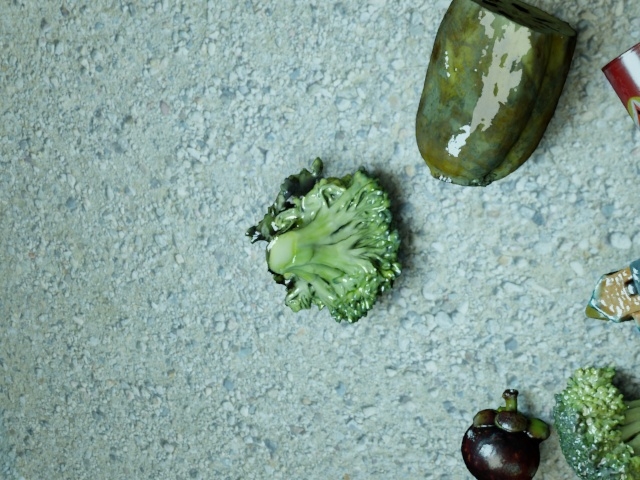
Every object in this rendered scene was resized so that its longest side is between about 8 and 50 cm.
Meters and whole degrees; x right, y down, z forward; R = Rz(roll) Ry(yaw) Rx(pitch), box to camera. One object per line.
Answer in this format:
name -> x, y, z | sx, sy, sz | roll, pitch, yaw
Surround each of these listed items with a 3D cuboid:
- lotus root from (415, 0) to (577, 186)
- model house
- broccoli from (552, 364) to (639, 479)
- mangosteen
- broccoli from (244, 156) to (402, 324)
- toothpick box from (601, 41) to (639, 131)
lotus root -> 0.306, -0.264, 1.751 | 0.250, 0.250, 0.346 | 26, 113, 22
model house -> 0.598, 0.117, 1.708 | 0.291, 0.253, 0.184 | -27, 76, 53
broccoli -> 0.575, 0.359, 1.829 | 0.243, 0.263, 0.247 | -30, 123, 9
mangosteen -> 0.379, 0.421, 1.958 | 0.184, 0.172, 0.172 | -42, 81, 13
broccoli -> 0.016, 0.002, 2.021 | 0.334, 0.272, 0.324 | -3, 63, 38
toothpick box -> 0.641, -0.198, 1.592 | 0.204, 0.204, 0.333 | -31, 87, 33
